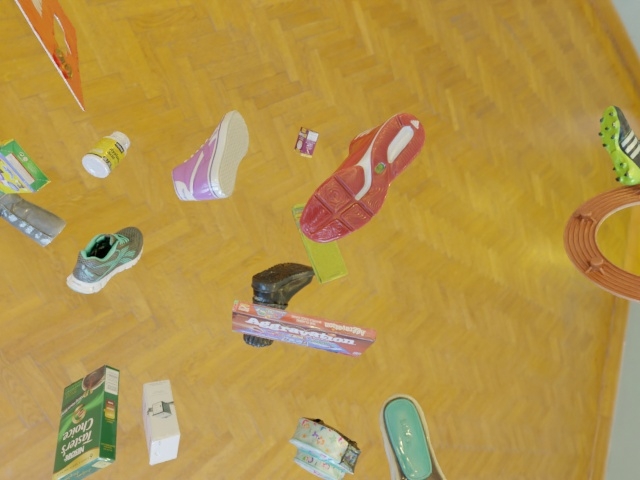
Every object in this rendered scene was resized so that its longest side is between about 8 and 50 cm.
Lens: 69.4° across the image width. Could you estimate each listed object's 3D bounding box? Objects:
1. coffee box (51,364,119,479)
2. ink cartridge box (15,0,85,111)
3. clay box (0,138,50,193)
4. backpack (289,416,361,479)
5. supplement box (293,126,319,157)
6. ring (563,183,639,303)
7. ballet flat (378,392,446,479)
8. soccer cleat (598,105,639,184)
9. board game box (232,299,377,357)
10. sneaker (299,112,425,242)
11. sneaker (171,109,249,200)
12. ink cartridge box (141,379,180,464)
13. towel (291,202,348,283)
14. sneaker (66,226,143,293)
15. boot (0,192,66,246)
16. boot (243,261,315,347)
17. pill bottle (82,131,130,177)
[{"bbox_3d":[-0.426,0.334,0.848,0.113,0.184,0.040,-30,136,12],"label":"coffee box"},{"bbox_3d":[-0.329,-0.389,0.518,0.091,0.308,0.384,-22,137,-11],"label":"ink cartridge box"},{"bbox_3d":[-0.791,-0.181,1.158,0.053,0.222,0.127,-58,135,-37],"label":"clay box"},{"bbox_3d":[0.004,0.792,1.768,0.191,0.225,0.253,-57,130,-30],"label":"backpack"},{"bbox_3d":[-0.045,-0.314,1.481,0.043,0.055,0.083,6,111,-35],"label":"supplement box"},{"bbox_3d":[0.651,-0.010,0.877,0.336,0.337,0.032,-50,136,-27],"label":"ring"},{"bbox_3d":[0.134,0.340,0.639,0.086,0.086,0.248,15,56,-40],"label":"ballet flat"},{"bbox_3d":[0.655,-0.204,0.993,0.073,0.060,0.178,-8,80,-10],"label":"soccer cleat"},{"bbox_3d":[-0.040,0.185,0.947,0.282,0.145,0.027,13,61,-4],"label":"board game box"},{"bbox_3d":[0.053,-0.089,0.684,0.221,0.128,0.087,-42,102,-1],"label":"sneaker"},{"bbox_3d":[-0.278,-0.211,1.132,0.102,0.161,0.282,62,29,-43],"label":"sneaker"},{"bbox_3d":[-0.481,0.540,1.384,0.082,0.190,0.139,-4,131,-29],"label":"ink cartridge box"},{"bbox_3d":[0.000,0.000,1.330,0.102,0.021,0.237,-17,83,-27],"label":"towel"},{"bbox_3d":[-0.340,0.015,0.757,0.065,0.076,0.166,25,33,-3],"label":"sneaker"},{"bbox_3d":[-0.898,-0.049,1.358,0.190,0.076,0.208,-40,141,-5],"label":"boot"},{"bbox_3d":[-0.154,0.231,1.739,0.348,0.131,0.259,-15,118,-53],"label":"boot"},{"bbox_3d":[-0.507,-0.209,1.105,0.065,0.065,0.116,50,40,-31],"label":"pill bottle"}]
